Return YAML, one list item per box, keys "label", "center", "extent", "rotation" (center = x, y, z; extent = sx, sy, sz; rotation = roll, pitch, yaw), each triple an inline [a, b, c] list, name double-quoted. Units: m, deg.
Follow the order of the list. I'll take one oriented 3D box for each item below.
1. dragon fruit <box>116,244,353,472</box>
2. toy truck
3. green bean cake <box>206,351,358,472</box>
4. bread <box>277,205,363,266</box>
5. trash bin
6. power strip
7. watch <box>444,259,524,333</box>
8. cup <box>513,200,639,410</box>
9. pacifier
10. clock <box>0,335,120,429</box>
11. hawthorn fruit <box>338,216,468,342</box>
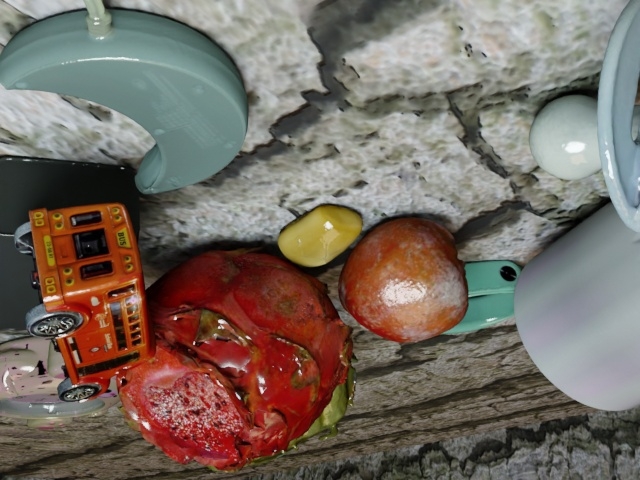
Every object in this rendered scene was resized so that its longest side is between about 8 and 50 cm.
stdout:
- label: "dragon fruit"
  center: [-0.110, 0.154, 0.943]
  extent: [0.302, 0.295, 0.296]
  rotation: [-16, 169, -47]
- label: "toy truck"
  center: [-0.232, 0.071, 0.728]
  extent: [0.114, 0.107, 0.252]
  rotation: [-13, 151, -17]
- label: "green bean cake"
  center: [-0.119, 0.267, 1.256]
  extent: [0.310, 0.201, 0.285]
  rotation: [-11, -159, -26]
- label: "bread"
  center: [0.000, 0.000, 0.921]
  extent: [0.082, 0.056, 0.115]
  rotation: [17, 147, -42]
- label: "trash bin"
  center: [-0.298, 0.011, 0.816]
  extent: [0.165, 0.114, 0.225]
  rotation: [4, 152, -21]
- label: "power strip"
  center: [-0.154, -0.125, 0.622]
  extent: [0.168, 0.054, 0.253]
  rotation: [-14, 154, 12]
- label: "watch"
  center: [0.231, 0.099, 1.174]
  extent: [0.237, 0.068, 0.195]
  rotation: [-1, 154, -13]
- label: "cup"
  center: [0.443, 0.053, 0.903]
  extent: [0.254, 0.253, 0.371]
  rotation: [3, 152, -19]
- label: "pacifier"
  center: [0.297, -0.086, 0.659]
  extent: [0.300, 0.244, 0.233]
  rotation: [16, 178, -37]
- label: "clock"
  center: [-0.491, 0.260, 1.309]
  extent: [0.310, 0.114, 0.284]
  rotation: [-17, 152, 20]
- label: "hawthorn fruit"
  center: [0.108, 0.054, 0.938]
  extent: [0.173, 0.172, 0.173]
  rotation: [-5, 155, -2]
